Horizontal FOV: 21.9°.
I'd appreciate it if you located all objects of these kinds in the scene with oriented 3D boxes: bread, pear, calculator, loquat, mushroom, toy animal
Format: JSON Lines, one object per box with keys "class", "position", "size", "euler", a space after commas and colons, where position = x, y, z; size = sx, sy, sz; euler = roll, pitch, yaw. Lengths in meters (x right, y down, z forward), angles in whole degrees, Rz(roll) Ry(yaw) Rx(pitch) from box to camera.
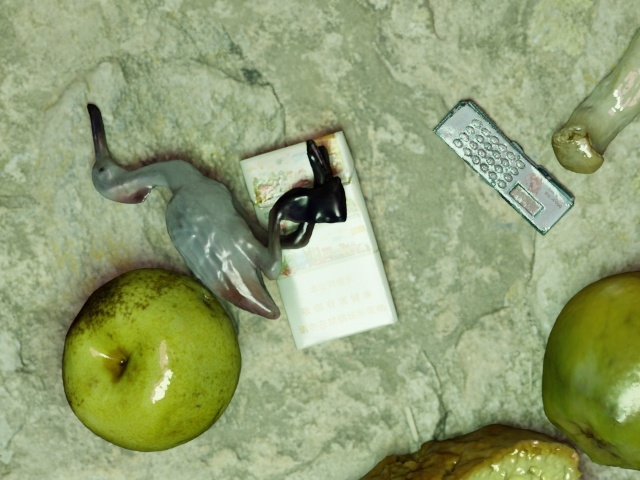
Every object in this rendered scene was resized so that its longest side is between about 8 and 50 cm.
{"class": "bread", "position": [0.121, 0.328, 1.783], "size": [0.340, 0.179, 0.194], "euler": [-32, 103, -18]}
{"class": "pear", "position": [-0.176, 0.129, 1.779], "size": [0.197, 0.197, 0.197], "euler": [0, 97, 2]}
{"class": "calculator", "position": [0.203, -0.082, 1.815], "size": [0.172, 0.018, 0.057], "euler": [44, 99, -5]}
{"class": "loquat", "position": [0.354, 0.122, 1.750], "size": [0.213, 0.213, 0.246], "euler": [42, 75, -3]}
{"class": "mushroom", "position": [0.326, -0.159, 1.784], "size": [0.059, 0.054, 0.202], "euler": [39, 92, -7]}
{"class": "toy animal", "position": [-0.122, -0.028, 1.781], "size": [0.324, 0.090, 0.195], "euler": [10, 83, 19]}

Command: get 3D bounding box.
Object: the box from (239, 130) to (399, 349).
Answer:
{"class": "box", "position": [0.000, 0.000, 1.824], "size": [0.122, 0.032, 0.220], "euler": [-16, 96, 7]}
